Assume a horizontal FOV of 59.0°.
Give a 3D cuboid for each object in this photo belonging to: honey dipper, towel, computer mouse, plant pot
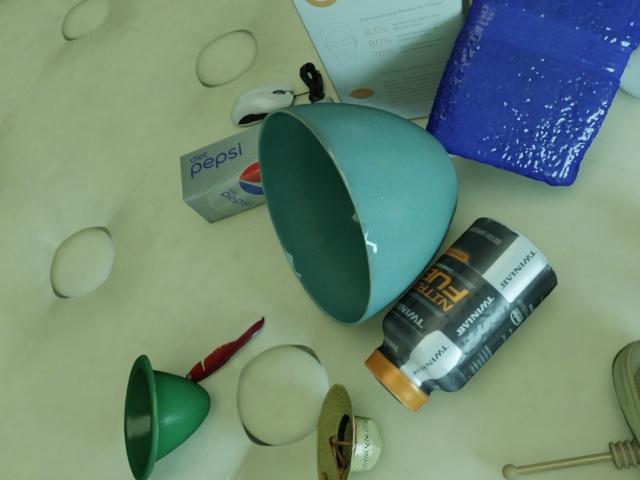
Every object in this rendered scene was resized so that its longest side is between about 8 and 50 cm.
[{"bbox_3d":[0.290,0.256,0.648,0.160,0.030,0.031,-18,60,16],"label":"honey dipper"},{"bbox_3d":[0.287,-0.244,0.752,0.227,0.076,0.308,17,106,-2],"label":"towel"},{"bbox_3d":[-0.087,-0.263,1.044,0.192,0.042,0.106,-16,62,14],"label":"computer mouse"},{"bbox_3d":[0.066,-0.057,0.758,0.195,0.290,0.290,-21,55,-22],"label":"plant pot"}]

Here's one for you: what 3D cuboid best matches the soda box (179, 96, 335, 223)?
[{"bbox_3d":[-0.090,-0.131,0.951,0.286,0.091,0.098,-19,60,13],"label":"soda box"}]

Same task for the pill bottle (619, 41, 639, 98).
[{"bbox_3d":[0.502,-0.309,0.786,0.117,0.117,0.215,25,77,30],"label":"pill bottle"}]

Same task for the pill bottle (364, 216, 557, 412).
[{"bbox_3d":[0.168,0.098,0.713,0.246,0.130,0.130,-46,58,-4],"label":"pill bottle"}]

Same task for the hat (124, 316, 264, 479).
[{"bbox_3d":[-0.178,0.247,0.842,0.209,0.183,0.173,-61,40,36],"label":"hat"}]

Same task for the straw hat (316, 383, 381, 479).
[{"bbox_3d":[0.043,0.259,0.721,0.061,0.144,0.145,10,64,-16],"label":"straw hat"}]

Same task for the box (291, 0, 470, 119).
[{"bbox_3d":[0.103,-0.346,0.830,0.214,0.345,0.168,-5,64,19],"label":"box"}]

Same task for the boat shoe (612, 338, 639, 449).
[{"bbox_3d":[0.394,0.243,0.542,0.121,0.110,0.341,-5,59,-11],"label":"boat shoe"}]

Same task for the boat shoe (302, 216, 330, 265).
[{"bbox_3d":[0.000,0.000,0.889,0.035,0.035,0.100,18,67,-1],"label":"boat shoe"}]

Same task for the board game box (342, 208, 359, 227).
[{"bbox_3d":[0.069,-0.074,0.901,0.090,0.020,0.090,-23,61,10],"label":"board game box"}]
